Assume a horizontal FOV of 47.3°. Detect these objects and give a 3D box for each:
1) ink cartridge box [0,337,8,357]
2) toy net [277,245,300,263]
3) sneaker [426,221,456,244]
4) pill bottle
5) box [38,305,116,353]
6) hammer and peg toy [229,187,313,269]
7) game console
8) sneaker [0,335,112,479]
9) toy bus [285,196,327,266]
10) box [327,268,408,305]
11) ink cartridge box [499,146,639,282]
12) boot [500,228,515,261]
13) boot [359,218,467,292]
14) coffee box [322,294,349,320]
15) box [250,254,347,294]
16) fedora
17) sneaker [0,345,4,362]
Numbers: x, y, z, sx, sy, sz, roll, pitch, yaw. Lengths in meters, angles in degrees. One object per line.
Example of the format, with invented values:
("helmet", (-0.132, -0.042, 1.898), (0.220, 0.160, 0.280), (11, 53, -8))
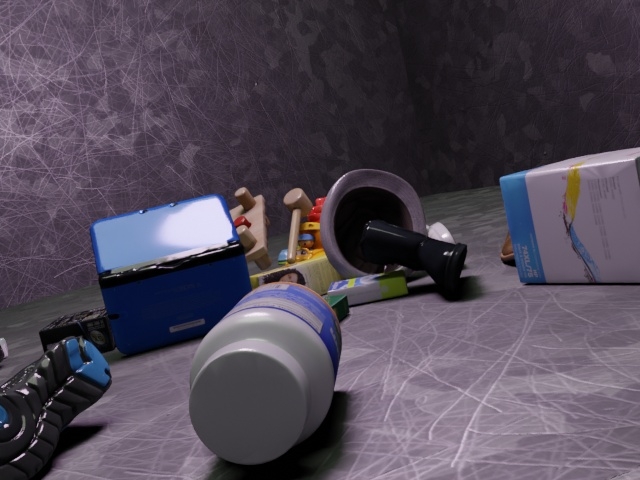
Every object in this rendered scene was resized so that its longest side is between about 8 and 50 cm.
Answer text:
("ink cartridge box", (-0.905, 0.295, 1.776), (0.181, 0.056, 0.224), (-8, 5, 45))
("toy net", (-0.051, 0.046, 2.437), (0.122, 0.045, 0.232), (-13, 6, -30))
("sneaker", (0.242, 0.029, 1.713), (0.123, 0.106, 0.290), (-32, 5, -6))
("pill bottle", (-0.056, 0.140, 0.806), (0.152, 0.152, 0.272), (-12, 6, 6))
("box", (-0.530, 0.207, 1.647), (0.147, 0.078, 0.180), (-13, 5, -5))
("hammer and peg toy", (-0.199, -0.013, 1.803), (0.361, 0.127, 0.266), (-27, 32, 12))
("game console", (-0.308, 0.065, 1.528), (0.293, 0.250, 0.173), (-14, 18, -13))
("sneaker", (-0.392, 0.243, 0.905), (0.139, 0.125, 0.341), (-40, -2, 20))
("toy bus", (0.000, 0.000, 1.876), (0.149, 0.212, 0.220), (-6, 10, 43))
("box", (0.088, 0.101, 1.494), (0.178, 0.043, 0.109), (-11, 5, 7))
("ink cartridge box", (0.484, -0.045, 1.231), (0.198, 0.197, 0.270), (-15, 6, -33))
("boot", (0.442, -0.024, 1.589), (0.112, 0.115, 0.305), (-9, 7, 16))
("boot", (0.173, 0.025, 1.408), (0.207, 0.094, 0.246), (15, 5, 11))
("coffee box", (-0.026, 0.142, 1.322), (0.113, 0.041, 0.184), (-10, 6, 20))
("box", (-0.041, 0.092, 1.670), (0.232, 0.087, 0.058), (-17, 4, -28))
("fedora", (0.109, -0.010, 1.652), (0.243, 0.276, 0.124), (4, -22, -11))
("sneaker", (-0.784, 0.272, 1.571), (0.108, 0.100, 0.271), (-27, 2, 1))
